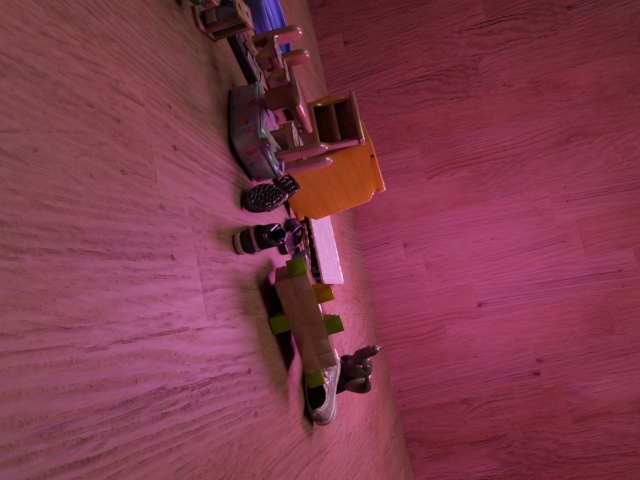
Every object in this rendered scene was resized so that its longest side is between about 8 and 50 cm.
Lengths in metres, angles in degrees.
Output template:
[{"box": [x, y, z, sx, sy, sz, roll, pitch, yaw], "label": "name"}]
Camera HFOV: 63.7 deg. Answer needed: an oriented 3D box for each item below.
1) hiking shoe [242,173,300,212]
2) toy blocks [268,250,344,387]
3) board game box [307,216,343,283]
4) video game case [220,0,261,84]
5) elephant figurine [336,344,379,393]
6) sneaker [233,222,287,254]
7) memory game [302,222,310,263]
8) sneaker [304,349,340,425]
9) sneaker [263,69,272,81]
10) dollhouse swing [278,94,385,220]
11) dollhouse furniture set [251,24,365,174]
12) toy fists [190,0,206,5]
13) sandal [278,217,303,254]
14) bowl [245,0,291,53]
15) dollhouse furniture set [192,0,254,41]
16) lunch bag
[{"box": [-0.154, -0.115, 1.518, 0.086, 0.114, 0.227, 51, 40, 8], "label": "hiking shoe"}, {"box": [-0.044, 0.202, 1.546, 0.261, 0.191, 0.380, -102, 175, -76], "label": "toy blocks"}, {"box": [0.000, 0.000, 2.205, 0.390, 0.051, 0.389, 20, 57, -75], "label": "board game box"}, {"box": [-0.270, -0.702, 1.786, 0.248, 0.035, 0.274, -92, 162, -44], "label": "video game case"}, {"box": [0.107, 0.442, 1.740, 0.186, 0.240, 0.169, 13, 64, -77], "label": "elephant figurine"}, {"box": [-0.141, -0.008, 1.389, 0.217, 0.121, 0.079, -40, 116, -77], "label": "sneaker"}, {"box": [-0.052, 0.026, 1.895, 0.186, 0.012, 0.186, 175, -90, -85], "label": "memory game"}, {"box": [0.003, 0.423, 1.607, 0.115, 0.105, 0.281, 59, 21, -55], "label": "sneaker"}, {"box": [-0.132, -0.579, 2.107, 0.147, 0.105, 0.295, -51, 122, -69], "label": "sneaker"}, {"box": [0.009, -0.313, 1.928, 0.304, 0.347, 0.315, -107, 175, -51], "label": "dollhouse swing"}, {"box": [-0.013, -0.402, 1.580, 0.394, 0.257, 0.361, 45, 32, -79], "label": "dollhouse furniture set"}, {"box": [-0.320, -0.739, 1.351, 0.096, 0.143, 0.278, 85, -4, -71], "label": "toy fists"}, {"box": [-0.091, -0.012, 1.784, 0.254, 0.055, 0.097, -70, 145, -69], "label": "sandal"}, {"box": [-0.222, -0.936, 2.168, 0.391, 0.077, 0.390, -13, 90, -78], "label": "bowl"}, {"box": [-0.287, -0.687, 1.455, 0.129, 0.130, 0.183, -19, 96, -78], "label": "dollhouse furniture set"}, {"box": [-0.186, -0.330, 1.573, 0.224, 0.108, 0.278, 58, 21, -55], "label": "lunch bag"}]
